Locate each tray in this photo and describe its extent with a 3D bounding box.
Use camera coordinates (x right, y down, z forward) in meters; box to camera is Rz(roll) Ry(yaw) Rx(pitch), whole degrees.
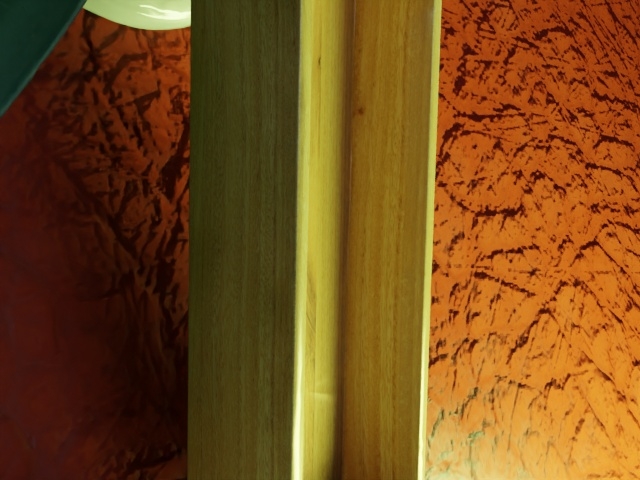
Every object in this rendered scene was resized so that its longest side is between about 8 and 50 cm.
[{"bbox_3d":[0.000,0.000,0.678,0.203,0.076,0.410,-13,106,-64],"label":"tray"}]

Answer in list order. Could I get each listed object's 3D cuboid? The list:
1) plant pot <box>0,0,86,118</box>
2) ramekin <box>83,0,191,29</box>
[{"bbox_3d":[-0.225,-0.112,0.431,0.196,0.293,0.293,38,49,-8],"label":"plant pot"},{"bbox_3d":[-0.098,-0.282,0.722,0.273,0.127,0.272,18,66,-45],"label":"ramekin"}]
